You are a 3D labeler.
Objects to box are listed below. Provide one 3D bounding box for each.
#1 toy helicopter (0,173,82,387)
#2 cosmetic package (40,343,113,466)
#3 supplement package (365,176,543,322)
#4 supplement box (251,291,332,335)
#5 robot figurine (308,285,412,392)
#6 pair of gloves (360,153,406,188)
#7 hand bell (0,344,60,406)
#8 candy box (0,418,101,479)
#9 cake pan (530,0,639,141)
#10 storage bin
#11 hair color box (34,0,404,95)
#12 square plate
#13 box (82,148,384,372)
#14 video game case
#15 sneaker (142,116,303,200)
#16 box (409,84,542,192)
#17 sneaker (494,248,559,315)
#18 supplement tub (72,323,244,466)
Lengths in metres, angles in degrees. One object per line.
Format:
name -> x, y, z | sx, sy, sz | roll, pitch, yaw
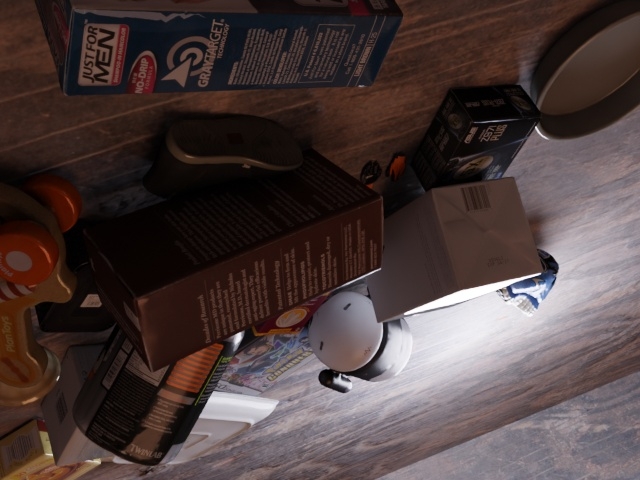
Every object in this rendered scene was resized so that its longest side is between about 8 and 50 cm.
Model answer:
toy helicopter -> -0.449, 0.070, 1.083 | 0.235, 0.140, 0.355 | 5, 127, -2
cosmetic package -> -0.385, 0.308, 1.527 | 0.224, 0.138, 0.224 | -2, 143, -37
supplement package -> 0.215, 0.024, 1.411 | 0.177, 0.175, 0.293 | -10, 168, -26
supplement box -> -0.053, 0.094, 1.498 | 0.104, 0.081, 0.188 | 1, 140, -38
robot figurine -> 0.087, 0.206, 1.697 | 0.173, 0.209, 0.278 | -16, 156, 25
pair of gloves -> 0.107, -0.117, 1.361 | 0.083, 0.010, 0.074 | -16, 150, -11
hand bell -> -0.490, 0.136, 1.239 | 0.126, 0.126, 0.242 | -15, 136, -19
candy box -> -0.647, 0.495, 1.667 | 0.316, 0.087, 0.183 | -31, 150, 10
cake pan -> 0.477, -0.286, 1.334 | 0.293, 0.054, 0.293 | -19, 149, -12
storage bin -> -0.352, 0.058, 1.213 | 0.122, 0.084, 0.180 | 5, 137, -42
hair color box -> -0.106, -0.250, 0.828 | 0.347, 0.174, 0.105 | -8, 145, -28
square plate -> -0.320, 0.445, 1.845 | 0.347, 0.049, 0.344 | -33, 149, 24
box -> -0.114, 0.014, 1.129 | 0.381, 0.191, 0.143 | -21, 128, -26
video game case -> -0.120, 0.253, 1.741 | 0.275, 0.035, 0.248 | -34, 149, 14
sneaker -> -0.139, -0.113, 1.131 | 0.222, 0.083, 0.118 | 1, 153, -38
box -> 0.256, -0.166, 1.329 | 0.147, 0.077, 0.180 | -8, 146, -27
sneaker -> 0.456, 0.068, 1.832 | 0.147, 0.130, 0.330 | -49, 148, 11
supplement tub -> -0.250, 0.187, 1.299 | 0.193, 0.193, 0.316 | 25, 96, -53
